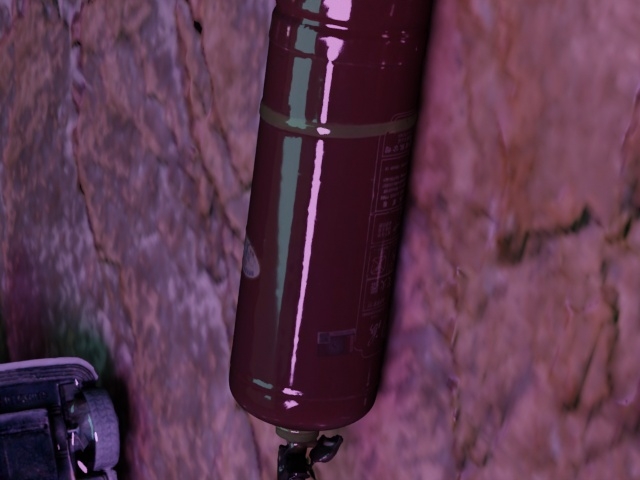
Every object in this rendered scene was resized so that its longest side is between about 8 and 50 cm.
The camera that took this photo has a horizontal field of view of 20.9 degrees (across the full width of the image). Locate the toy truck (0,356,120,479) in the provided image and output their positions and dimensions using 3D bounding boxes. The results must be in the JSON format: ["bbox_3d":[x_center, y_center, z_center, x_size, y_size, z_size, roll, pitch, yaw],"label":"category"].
[{"bbox_3d":[-0.114,0.140,0.663,0.115,0.080,0.177,148,113,-66],"label":"toy truck"}]

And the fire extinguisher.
[{"bbox_3d":[0.000,0.000,0.494,0.078,0.045,0.157,-96,12,-72],"label":"fire extinguisher"}]
